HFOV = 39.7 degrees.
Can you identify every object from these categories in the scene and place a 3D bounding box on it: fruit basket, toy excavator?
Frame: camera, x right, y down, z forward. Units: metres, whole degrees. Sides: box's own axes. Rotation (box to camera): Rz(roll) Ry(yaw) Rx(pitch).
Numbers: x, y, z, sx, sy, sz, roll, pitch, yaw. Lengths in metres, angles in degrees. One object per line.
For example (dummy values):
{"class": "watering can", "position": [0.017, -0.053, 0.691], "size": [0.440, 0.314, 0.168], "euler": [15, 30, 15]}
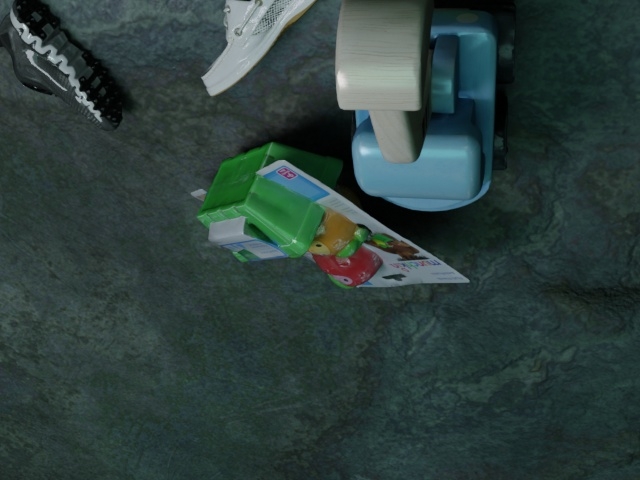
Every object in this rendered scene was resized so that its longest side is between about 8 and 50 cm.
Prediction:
{"class": "fruit basket", "position": [0.000, 0.000, 1.360], "size": [0.353, 0.165, 0.327], "euler": [36, 160, -23]}
{"class": "toy excavator", "position": [0.118, -0.158, 1.056], "size": [0.222, 0.445, 0.433], "euler": [3, 131, 11]}

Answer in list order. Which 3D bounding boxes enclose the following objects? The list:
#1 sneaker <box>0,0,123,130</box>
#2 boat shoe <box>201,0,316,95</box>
{"class": "sneaker", "position": [-0.402, -0.255, 1.353], "size": [0.106, 0.078, 0.234], "euler": [-24, 117, 33]}
{"class": "boat shoe", "position": [-0.088, -0.315, 1.211], "size": [0.096, 0.098, 0.277], "euler": [38, 119, -18]}
